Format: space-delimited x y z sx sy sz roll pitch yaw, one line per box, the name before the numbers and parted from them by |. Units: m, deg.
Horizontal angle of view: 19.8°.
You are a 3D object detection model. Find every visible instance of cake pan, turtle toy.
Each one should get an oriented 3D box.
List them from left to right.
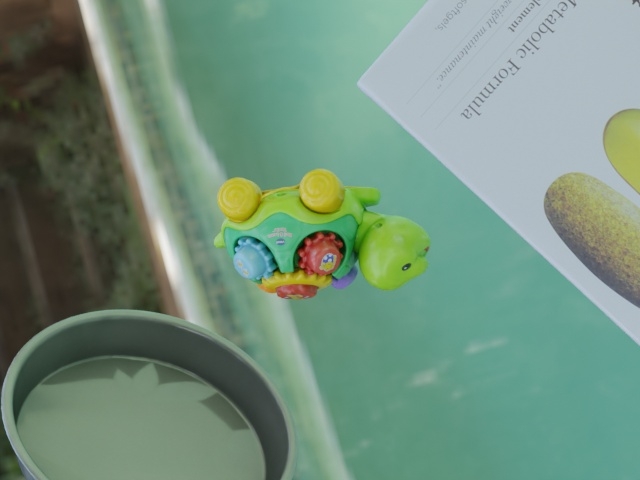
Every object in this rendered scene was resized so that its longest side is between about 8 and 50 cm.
cake pan | -0.168 0.188 1.778 0.293 0.293 0.054 -112 33 -42
turtle toy | 0.000 0.000 1.074 0.095 0.130 0.066 40 -133 -72

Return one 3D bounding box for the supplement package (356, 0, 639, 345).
supplement package | 0.163 -0.041 0.907 0.244 0.139 0.134 43 -170 14
